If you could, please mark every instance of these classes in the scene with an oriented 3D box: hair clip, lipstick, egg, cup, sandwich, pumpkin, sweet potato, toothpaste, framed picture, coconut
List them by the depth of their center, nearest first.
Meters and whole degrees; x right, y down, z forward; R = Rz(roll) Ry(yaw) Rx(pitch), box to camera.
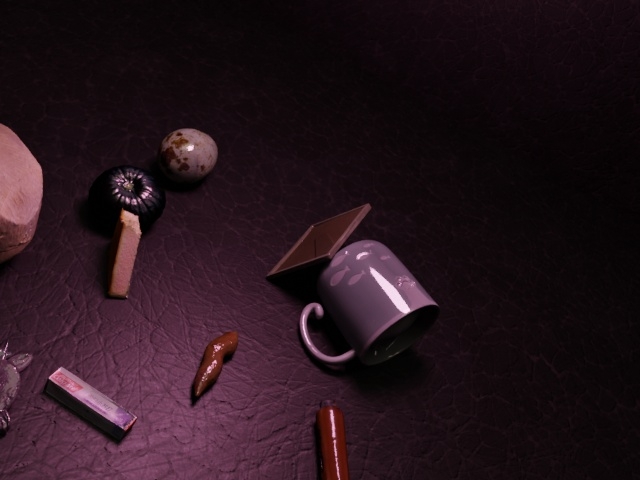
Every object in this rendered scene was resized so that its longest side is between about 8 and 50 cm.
[{"bbox_3d":[-0.661,0.277,1.134,0.146,0.056,0.187,10,45,-12],"label":"hair clip"},{"bbox_3d":[-0.476,0.337,1.190,0.196,0.040,0.047,32,37,5],"label":"toothpaste"},{"bbox_3d":[-0.794,-0.120,1.245,0.347,0.360,0.346,18,40,-16],"label":"coconut"},{"bbox_3d":[0.035,0.538,1.250,0.077,0.077,0.418,14,39,-18],"label":"lipstick"},{"bbox_3d":[-0.255,0.285,1.371,0.065,0.051,0.218,32,38,0],"label":"sweet potato"},{"bbox_3d":[-0.488,0.022,1.432,0.058,0.162,0.192,11,43,-26],"label":"sandwich"},{"bbox_3d":[-0.529,-0.114,1.576,0.202,0.140,0.201,10,57,-15],"label":"pumpkin"},{"bbox_3d":[0.102,0.183,1.578,0.357,0.259,0.274,-29,60,-12],"label":"cup"},{"bbox_3d":[0.000,0.000,1.714,0.020,0.241,0.324,59,35,-15],"label":"framed picture"},{"bbox_3d":[-0.407,-0.266,1.793,0.169,0.169,0.231,35,31,8],"label":"egg"}]
